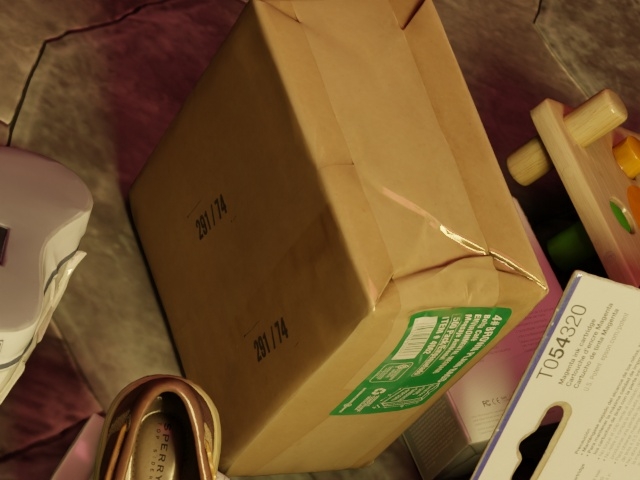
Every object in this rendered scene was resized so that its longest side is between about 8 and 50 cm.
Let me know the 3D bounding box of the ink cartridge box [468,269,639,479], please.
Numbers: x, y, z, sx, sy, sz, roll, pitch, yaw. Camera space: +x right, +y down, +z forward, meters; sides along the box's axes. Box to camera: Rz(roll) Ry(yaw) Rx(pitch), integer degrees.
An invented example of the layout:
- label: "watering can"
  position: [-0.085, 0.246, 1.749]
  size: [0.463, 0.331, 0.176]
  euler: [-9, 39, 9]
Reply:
- label: "ink cartridge box"
  position: [0.280, 0.185, 1.604]
  size: [0.330, 0.324, 0.071]
  euler: [17, 23, -18]

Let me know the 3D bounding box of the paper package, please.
- label: "paper package"
  position: [0.000, 0.000, 1.569]
  size: [0.168, 0.325, 0.309]
  euler: [-6, 63, -31]

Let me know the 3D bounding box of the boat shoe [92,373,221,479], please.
- label: "boat shoe"
  position: [-0.124, 0.265, 1.369]
  size: [0.123, 0.123, 0.342]
  euler: [8, 83, -8]

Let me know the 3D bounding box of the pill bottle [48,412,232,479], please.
- label: "pill bottle"
  position: [-0.119, 0.220, 1.494]
  size: [0.193, 0.108, 0.108]
  euler: [34, 49, -4]

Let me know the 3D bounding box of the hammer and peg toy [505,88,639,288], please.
- label: "hammer and peg toy"
  position: [0.336, 0.040, 1.810]
  size: [0.266, 0.127, 0.361]
  euler: [12, 49, -55]

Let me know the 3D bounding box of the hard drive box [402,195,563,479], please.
- label: "hard drive box"
  position: [0.139, 0.086, 1.738]
  size: [0.181, 0.089, 0.232]
  euler: [-8, 64, -33]

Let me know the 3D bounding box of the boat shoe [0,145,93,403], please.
- label: "boat shoe"
  position: [-0.269, 0.052, 1.518]
  size: [0.136, 0.156, 0.367]
  euler: [18, 23, -11]
